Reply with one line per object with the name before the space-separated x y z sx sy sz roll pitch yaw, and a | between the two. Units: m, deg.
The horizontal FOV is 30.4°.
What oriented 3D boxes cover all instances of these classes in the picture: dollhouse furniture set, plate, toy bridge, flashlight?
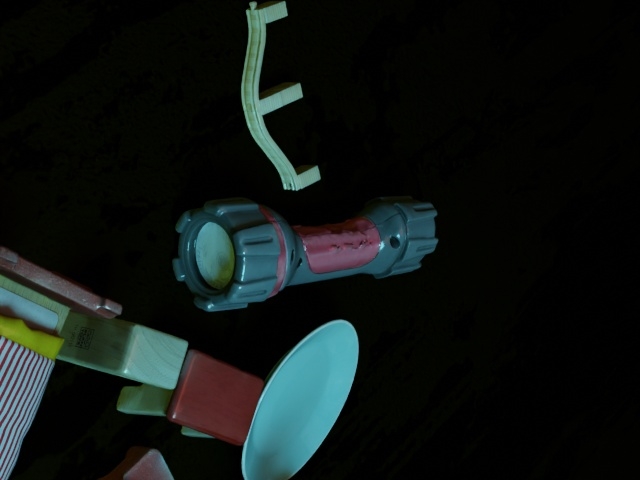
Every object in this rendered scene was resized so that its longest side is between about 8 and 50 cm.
dollhouse furniture set | -0.186 0.149 0.922 0.374 0.152 0.201 31 73 -46
plate | -0.025 0.159 1.167 0.188 0.024 0.188 -41 145 -37
toy bridge | -0.046 -0.136 1.129 0.063 0.026 0.188 -30 117 -40
flashlight | 0.000 0.000 1.145 0.304 0.103 0.103 -9 107 -46
